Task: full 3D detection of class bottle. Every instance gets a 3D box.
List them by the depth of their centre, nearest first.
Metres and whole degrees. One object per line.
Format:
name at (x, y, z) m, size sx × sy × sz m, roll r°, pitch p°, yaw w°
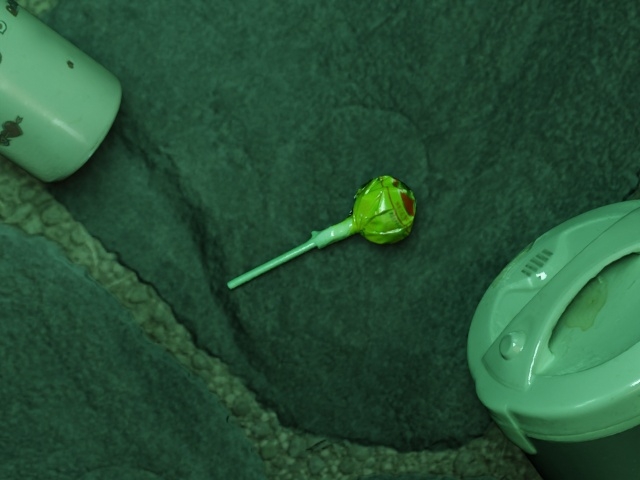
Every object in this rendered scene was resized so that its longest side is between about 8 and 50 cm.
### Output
bottle at (-0.278, -0.148, 1.170) m, size 0.233 × 0.110 × 0.110 m, roll 35°, pitch 100°, yaw -28°

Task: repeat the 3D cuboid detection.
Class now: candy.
candy at (0.000, 0.000, 1.372) m, size 0.194 × 0.062 × 0.058 m, roll -25°, pitch 164°, yaw 4°

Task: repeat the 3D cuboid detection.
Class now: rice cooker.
rice cooker at (0.303, 0.120, 1.394) m, size 0.288 × 0.288 × 0.277 m, roll -35°, pitch 120°, yaw 1°
